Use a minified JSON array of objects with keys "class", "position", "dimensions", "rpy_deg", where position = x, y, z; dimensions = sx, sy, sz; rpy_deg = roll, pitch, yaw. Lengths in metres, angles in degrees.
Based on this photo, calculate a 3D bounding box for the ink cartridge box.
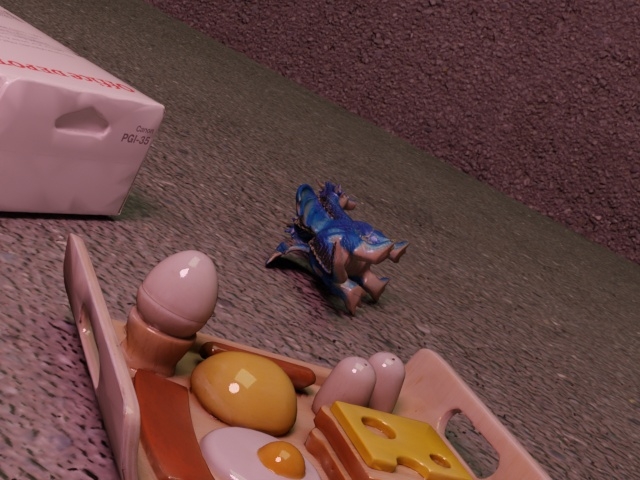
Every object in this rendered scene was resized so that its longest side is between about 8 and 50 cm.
[{"class":"ink cartridge box","position":[-0.310,-0.135,0.864],"dimensions":[0.283,0.117,0.207],"rpy_deg":[32,14,25]}]

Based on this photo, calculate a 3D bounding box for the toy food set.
[{"class":"toy food set","position":[-0.006,0.093,0.632],"dimensions":[0.306,0.092,0.219],"rpy_deg":[19,15,-28]}]

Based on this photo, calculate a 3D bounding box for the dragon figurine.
[{"class":"dragon figurine","position":[0.000,0.000,1.005],"dimensions":[0.144,0.085,0.289],"rpy_deg":[30,13,13]}]
